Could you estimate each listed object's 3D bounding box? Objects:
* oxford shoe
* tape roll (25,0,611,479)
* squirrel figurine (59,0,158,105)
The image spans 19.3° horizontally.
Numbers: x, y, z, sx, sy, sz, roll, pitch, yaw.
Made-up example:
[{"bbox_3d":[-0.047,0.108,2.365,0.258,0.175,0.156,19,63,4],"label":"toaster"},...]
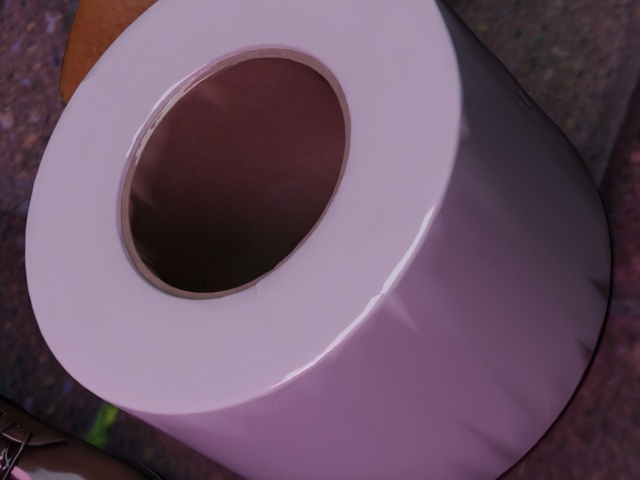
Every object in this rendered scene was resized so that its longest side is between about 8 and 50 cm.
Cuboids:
[{"bbox_3d":[-0.164,0.132,1.020,0.227,0.096,0.083,19,76,38],"label":"oxford shoe"},{"bbox_3d":[0.000,0.000,0.929,0.246,0.169,0.246,-16,57,26],"label":"tape roll"},{"bbox_3d":[-0.033,-0.325,1.076,0.397,0.281,0.370,-19,44,9],"label":"squirrel figurine"}]
